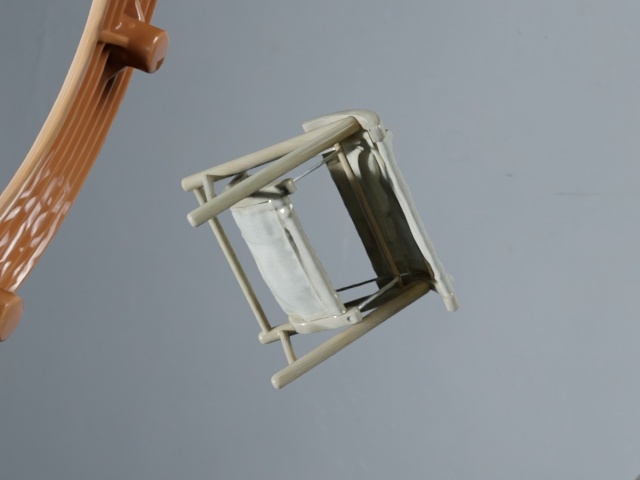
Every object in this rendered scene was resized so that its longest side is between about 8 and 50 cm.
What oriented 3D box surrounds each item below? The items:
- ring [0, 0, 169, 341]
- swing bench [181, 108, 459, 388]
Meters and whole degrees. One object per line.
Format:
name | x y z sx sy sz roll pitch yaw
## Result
ring | -0.111 -0.070 0.368 0.032 0.336 0.336 24 100 7
swing bench | 0.000 0.000 1.331 0.254 0.165 0.253 -25 111 -1
